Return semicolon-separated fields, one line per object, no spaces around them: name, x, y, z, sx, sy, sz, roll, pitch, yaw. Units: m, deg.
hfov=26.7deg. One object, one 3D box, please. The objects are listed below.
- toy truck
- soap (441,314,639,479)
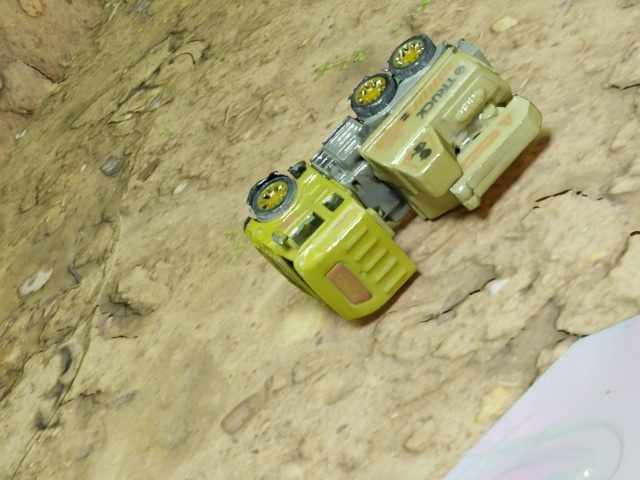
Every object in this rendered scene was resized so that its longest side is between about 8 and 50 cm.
toy truck;0.074;-0.054;1.213;0.272;0.124;0.157;-45;35;-3
soap;0.150;0.212;0.715;0.208;0.115;0.347;-27;32;36
